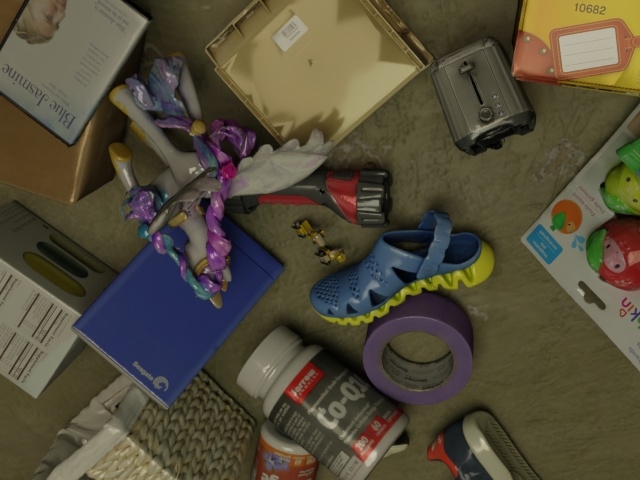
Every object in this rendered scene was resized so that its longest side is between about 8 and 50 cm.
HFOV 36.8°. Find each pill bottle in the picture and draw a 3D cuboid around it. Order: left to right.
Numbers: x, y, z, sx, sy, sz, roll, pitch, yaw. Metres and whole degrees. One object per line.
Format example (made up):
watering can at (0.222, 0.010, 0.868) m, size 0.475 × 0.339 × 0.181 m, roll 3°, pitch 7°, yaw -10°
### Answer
pill bottle at (-0.071, 0.444, 1.799) m, size 0.121 × 0.121 × 0.216 m, roll 14°, pitch 110°, yaw 6°
pill bottle at (0.001, 0.286, 1.691) m, size 0.283 × 0.161 × 0.161 m, roll 37°, pitch 111°, yaw 12°

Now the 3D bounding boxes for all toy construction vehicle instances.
toy construction vehicle at (0.000, 0.000, 1.663) m, size 0.035 × 0.098 × 0.086 m, roll -41°, pitch 109°, yaw -13°

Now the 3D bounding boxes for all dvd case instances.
dvd case at (-0.397, -0.296, 1.492) m, size 0.180 × 0.022 × 0.253 m, roll 37°, pitch 111°, yaw -2°

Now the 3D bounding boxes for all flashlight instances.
flashlight at (-0.032, -0.076, 1.638) m, size 0.304 × 0.103 × 0.103 m, roll 1°, pitch 81°, yaw 14°

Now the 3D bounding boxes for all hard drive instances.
hard drive at (-0.239, 0.098, 1.650) m, size 0.210 × 0.040 × 0.319 m, roll 41°, pitch 68°, yaw -4°

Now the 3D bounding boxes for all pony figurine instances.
pony figurine at (-0.194, -0.104, 1.509) m, size 0.363 × 0.302 × 0.351 m, roll 60°, pitch 143°, yaw 13°

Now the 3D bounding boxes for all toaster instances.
toaster at (0.251, -0.220, 1.483) m, size 0.129 × 0.227 × 0.146 m, roll -22°, pitch 85°, yaw 16°

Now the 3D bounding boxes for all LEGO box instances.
LEGO box at (0.519, -0.304, 1.304) m, size 0.500 × 0.372 × 0.193 m, roll 9°, pitch 109°, yaw 7°

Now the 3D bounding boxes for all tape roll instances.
tape roll at (0.171, 0.188, 1.672) m, size 0.189 × 0.080 × 0.189 m, roll 5°, pitch 120°, yaw 8°

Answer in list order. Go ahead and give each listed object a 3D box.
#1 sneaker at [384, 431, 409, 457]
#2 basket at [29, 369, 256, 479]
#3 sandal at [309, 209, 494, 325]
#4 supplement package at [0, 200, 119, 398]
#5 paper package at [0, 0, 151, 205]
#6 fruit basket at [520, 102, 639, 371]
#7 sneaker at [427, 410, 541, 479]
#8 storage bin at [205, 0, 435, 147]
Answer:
sneaker at (0.090, 0.392, 1.794) m, size 0.161 × 0.057 × 0.075 m, roll -9°, pitch 124°, yaw 11°
basket at (-0.330, 0.411, 1.737) m, size 0.266 × 0.331 × 0.328 m, roll 43°, pitch 111°, yaw -11°
sandal at (0.123, 0.037, 1.612) m, size 0.317 × 0.126 × 0.138 m, roll -23°, pitch 129°, yaw 9°
supplement package at (-0.532, 0.101, 1.732) m, size 0.262 × 0.199 × 0.198 m, roll 36°, pitch 110°, yaw -2°
paper package at (-0.481, -0.264, 1.620) m, size 0.309 × 0.168 × 0.325 m, roll 19°, pitch 111°, yaw 5°
fruit basket at (0.512, -0.010, 1.474) m, size 0.353 × 0.165 × 0.327 m, roll -50°, pitch 63°, yaw 25°
sneaker at (0.322, 0.475, 1.741) m, size 0.148 × 0.131 × 0.350 m, roll -32°, pitch 94°, yaw 26°
storage bin at (-0.003, -0.294, 1.542) m, size 0.262 × 0.123 × 0.260 m, roll -39°, pitch 97°, yaw 20°
